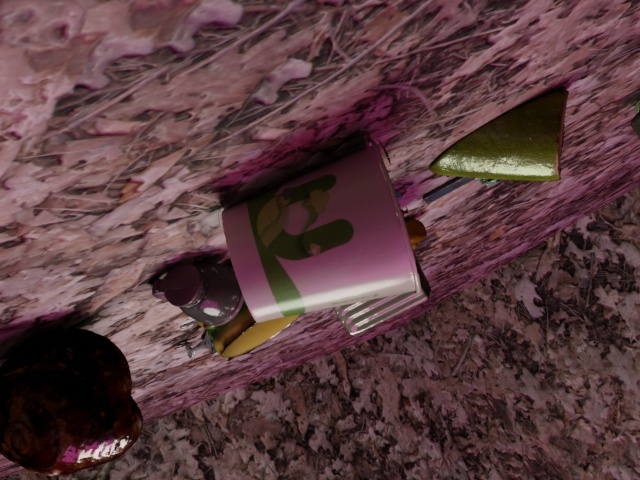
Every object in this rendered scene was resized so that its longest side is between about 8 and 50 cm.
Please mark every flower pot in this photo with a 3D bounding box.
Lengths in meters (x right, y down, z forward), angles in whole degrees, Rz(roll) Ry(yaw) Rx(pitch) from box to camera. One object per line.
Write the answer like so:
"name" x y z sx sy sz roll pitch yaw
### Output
"flower pot" 0.104 0.063 1.650 0.189 0.209 0.239 -28 177 12

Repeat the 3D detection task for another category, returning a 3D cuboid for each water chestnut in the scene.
"water chestnut" -0.464 0.299 1.439 0.289 0.289 0.244 -27 137 5

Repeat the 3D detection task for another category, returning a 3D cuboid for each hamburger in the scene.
"hamburger" -0.151 0.128 1.607 0.237 0.149 0.237 -32 166 -9

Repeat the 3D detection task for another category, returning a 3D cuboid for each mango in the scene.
"mango" 0.202 -0.017 1.879 0.080 0.061 0.114 -18 176 43

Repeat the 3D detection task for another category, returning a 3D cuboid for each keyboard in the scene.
"keyboard" 0.308 -0.130 1.735 0.176 0.014 0.055 -29 166 15

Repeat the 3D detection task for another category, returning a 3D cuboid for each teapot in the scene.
"teapot" -0.229 0.084 1.438 0.116 0.148 0.146 -62 150 1

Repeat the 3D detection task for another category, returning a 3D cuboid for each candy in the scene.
"candy" 0.139 -0.083 1.595 0.083 0.020 0.030 -26 168 1

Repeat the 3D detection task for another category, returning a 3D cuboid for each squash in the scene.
"squash" 0.325 -0.204 1.475 0.252 0.170 0.093 6 175 22

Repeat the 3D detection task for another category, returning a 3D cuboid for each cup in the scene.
"cup" 0.000 0.000 1.234 0.273 0.253 0.253 -17 167 3

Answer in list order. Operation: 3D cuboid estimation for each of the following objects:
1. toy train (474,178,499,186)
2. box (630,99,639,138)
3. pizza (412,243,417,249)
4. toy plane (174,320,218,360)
"toy train" 0.393 -0.174 1.615 0.178 0.071 0.104 -30 177 13
"box" 0.832 -0.279 1.695 0.166 0.221 0.290 -32 171 -30
"pizza" 0.211 0.025 2.136 0.108 0.026 0.123 -16 168 -8
"toy plane" -0.280 0.253 1.948 0.273 0.107 0.182 -28 162 30
